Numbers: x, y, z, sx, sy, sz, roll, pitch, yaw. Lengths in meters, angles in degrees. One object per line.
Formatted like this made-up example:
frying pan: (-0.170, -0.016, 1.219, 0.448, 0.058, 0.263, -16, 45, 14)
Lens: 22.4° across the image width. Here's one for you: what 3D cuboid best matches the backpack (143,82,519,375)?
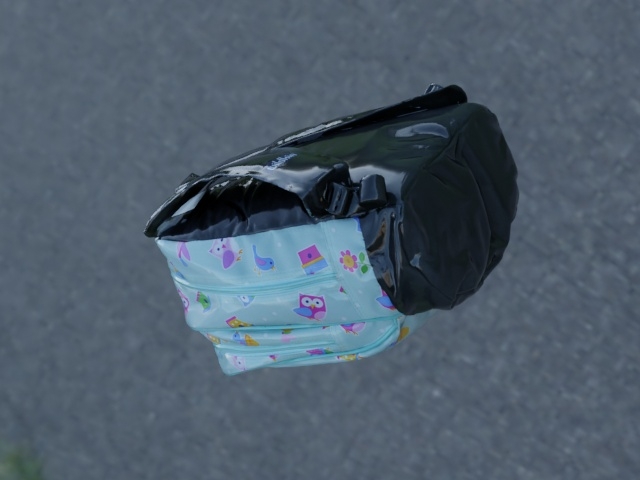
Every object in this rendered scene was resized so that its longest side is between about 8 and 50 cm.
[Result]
backpack: (0.000, 0.000, 0.839, 0.182, 0.115, 0.152, -12, 14, 33)
